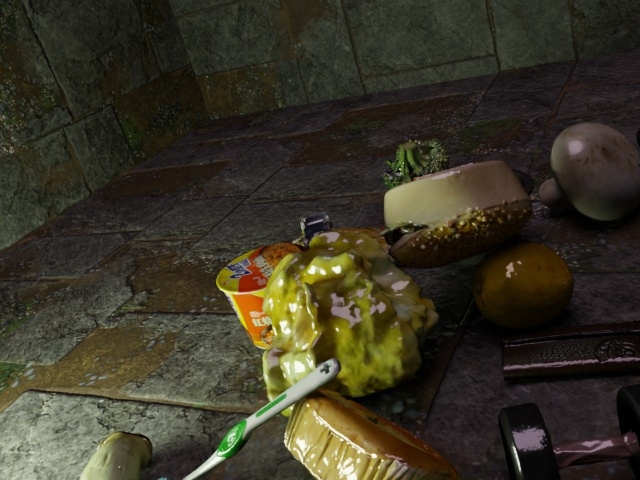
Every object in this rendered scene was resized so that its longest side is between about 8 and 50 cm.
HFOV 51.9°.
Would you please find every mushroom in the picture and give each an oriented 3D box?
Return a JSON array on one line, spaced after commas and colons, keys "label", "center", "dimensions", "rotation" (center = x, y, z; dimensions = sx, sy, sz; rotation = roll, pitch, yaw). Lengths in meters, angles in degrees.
[{"label": "mushroom", "center": [0.631, -0.150, 1.562], "dimensions": [0.244, 0.243, 0.243], "rotation": [-14, 24, 7]}, {"label": "mushroom", "center": [-0.355, 0.439, 1.073], "dimensions": [0.107, 0.087, 0.333], "rotation": [-14, 26, 5]}]

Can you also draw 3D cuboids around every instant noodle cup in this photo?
[{"label": "instant noodle cup", "center": [-0.103, 0.128, 1.462], "dimensions": [0.213, 0.174, 0.213], "rotation": [-15, 24, 7]}]

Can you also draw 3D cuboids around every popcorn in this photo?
[{"label": "popcorn", "center": [0.044, 0.154, 1.232], "dimensions": [0.292, 0.294, 0.334], "rotation": [-54, 17, 30]}]

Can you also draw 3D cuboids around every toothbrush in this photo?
[{"label": "toothbrush", "center": [-0.127, 0.314, 1.048], "dimensions": [0.418, 0.040, 0.042], "rotation": [-37, 32, 13]}]

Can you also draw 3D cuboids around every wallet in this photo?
[{"label": "wallet", "center": [0.438, 0.187, 1.143], "dimensions": [0.243, 0.039, 0.133], "rotation": [-7, 23, 17]}]

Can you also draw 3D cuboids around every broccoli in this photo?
[{"label": "broccoli", "center": [0.277, -0.205, 1.934], "dimensions": [0.198, 0.176, 0.226], "rotation": [1, 15, 44]}]

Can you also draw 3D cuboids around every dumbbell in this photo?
[{"label": "dumbbell", "center": [0.358, 0.278, 0.863], "dimensions": [0.218, 0.152, 0.152], "rotation": [-13, 24, 9]}]

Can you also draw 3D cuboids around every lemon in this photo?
[{"label": "lemon", "center": [0.383, 0.083, 1.244], "dimensions": [0.207, 0.170, 0.170], "rotation": [-8, 19, -26]}]

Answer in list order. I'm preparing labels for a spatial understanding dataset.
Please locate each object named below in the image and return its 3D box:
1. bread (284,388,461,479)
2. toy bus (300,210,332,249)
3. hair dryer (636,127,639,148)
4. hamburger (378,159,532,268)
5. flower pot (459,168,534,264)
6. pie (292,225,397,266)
[{"label": "bread", "center": [0.066, 0.319, 0.980], "dimensions": [0.288, 0.152, 0.119], "rotation": [20, 81, 56]}, {"label": "toy bus", "center": [0.000, 0.000, 1.606], "dimensions": [0.081, 0.074, 0.226], "rotation": [-18, 25, 2]}, {"label": "hair dryer", "center": [0.781, -0.156, 1.633], "dimensions": [0.359, 0.120, 0.303], "rotation": [-24, 37, 9]}, {"label": "hamburger", "center": [0.262, -0.043, 1.280], "dimensions": [0.302, 0.170, 0.302], "rotation": [-13, -6, -1]}, {"label": "flower pot", "center": [0.370, -0.049, 1.545], "dimensions": [0.269, 0.166, 0.269], "rotation": [-12, 23, 5]}, {"label": "pie", "center": [0.045, 0.045, 1.662], "dimensions": [0.339, 0.077, 0.339], "rotation": [-15, 24, 7]}]
